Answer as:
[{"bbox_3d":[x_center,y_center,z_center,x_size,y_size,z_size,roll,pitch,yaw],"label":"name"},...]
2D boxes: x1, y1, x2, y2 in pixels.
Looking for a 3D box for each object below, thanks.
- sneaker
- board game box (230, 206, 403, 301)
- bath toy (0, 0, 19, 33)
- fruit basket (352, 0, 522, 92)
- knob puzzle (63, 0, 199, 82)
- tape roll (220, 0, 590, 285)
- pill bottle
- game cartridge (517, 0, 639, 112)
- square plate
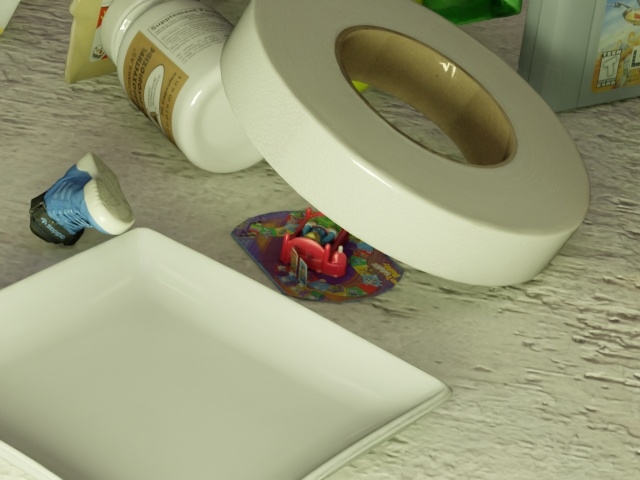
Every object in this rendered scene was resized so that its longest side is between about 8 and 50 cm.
[{"bbox_3d":[-0.220,-0.021,1.740,0.058,0.084,0.152,45,6,-26],"label":"sneaker"},{"bbox_3d":[0.000,0.000,1.822,0.133,0.033,0.168,-8,34,-28],"label":"board game box"},{"bbox_3d":[-0.387,-0.358,2.242,0.129,0.151,0.348,27,33,-15],"label":"bath toy"},{"bbox_3d":[0.040,-0.320,2.211,0.392,0.392,0.283,0,2,-17],"label":"fruit basket"},{"bbox_3d":[-0.198,-0.273,2.081,0.213,0.213,0.030,-19,49,-42],"label":"knob puzzle"},{"bbox_3d":[0.086,-0.116,1.879,0.392,0.072,0.392,25,32,-17],"label":"tape roll"},{"bbox_3d":[-0.136,-0.175,1.993,0.131,0.131,0.229,-9,34,-30],"label":"pill bottle"},{"bbox_3d":[0.358,-0.261,2.233,0.297,0.198,0.062,-13,36,-35],"label":"game cartridge"},{"bbox_3d":[-0.127,0.122,1.547,0.347,0.049,0.344,26,33,28],"label":"square plate"}]
